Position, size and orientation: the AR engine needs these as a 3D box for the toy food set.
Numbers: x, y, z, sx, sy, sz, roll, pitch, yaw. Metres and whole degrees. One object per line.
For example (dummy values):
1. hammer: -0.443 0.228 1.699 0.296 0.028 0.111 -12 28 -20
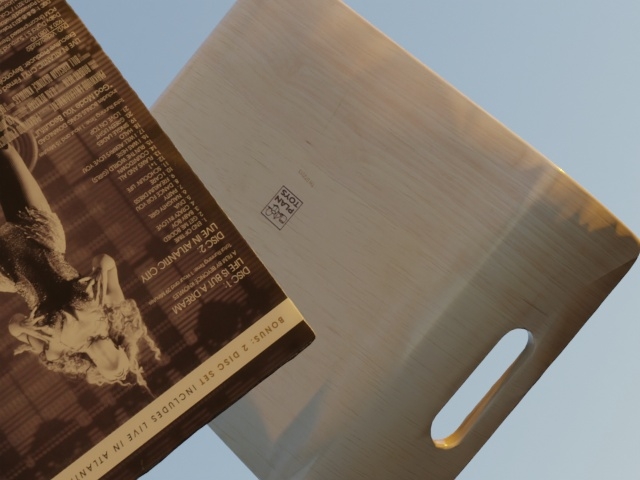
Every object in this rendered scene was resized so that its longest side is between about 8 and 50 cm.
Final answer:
1. toy food set: 0.000 0.000 1.063 0.220 0.306 0.092 -50 -38 2

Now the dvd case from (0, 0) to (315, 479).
1. dvd case: -0.128 0.002 0.822 0.164 0.221 0.018 -37 1 -23
